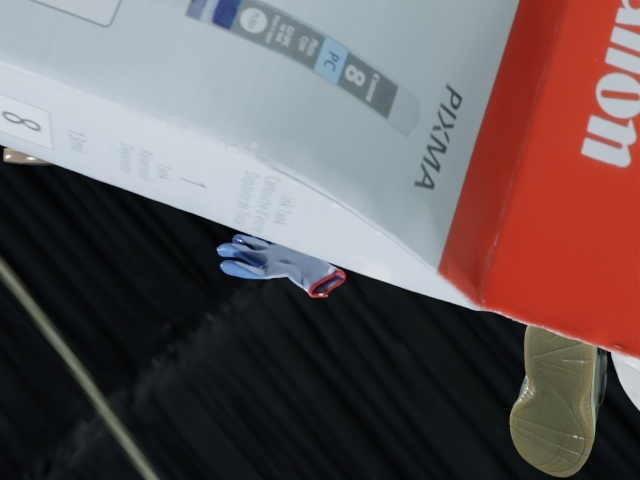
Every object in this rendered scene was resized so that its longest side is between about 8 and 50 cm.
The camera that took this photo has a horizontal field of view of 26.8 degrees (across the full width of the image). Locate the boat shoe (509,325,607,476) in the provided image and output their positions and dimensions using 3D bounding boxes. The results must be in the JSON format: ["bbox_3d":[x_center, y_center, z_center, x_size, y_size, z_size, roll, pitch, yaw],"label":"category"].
[{"bbox_3d":[0.218,0.124,1.187,0.073,0.080,0.223,-51,-30,-35],"label":"boat shoe"}]

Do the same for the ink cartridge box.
[{"bbox_3d":[0.060,-0.136,0.579,0.091,0.385,0.308,111,178,-68],"label":"ink cartridge box"}]

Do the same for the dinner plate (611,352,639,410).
[{"bbox_3d":[0.380,0.175,1.557,0.017,0.141,0.141,-33,3,-11],"label":"dinner plate"}]

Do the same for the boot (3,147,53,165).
[{"bbox_3d":[-0.151,-0.135,1.219,0.305,0.115,0.112,-18,17,-34],"label":"boot"}]

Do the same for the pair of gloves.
[{"bbox_3d":[0.000,0.000,1.364,0.198,0.023,0.159,-28,36,-34],"label":"pair of gloves"}]
